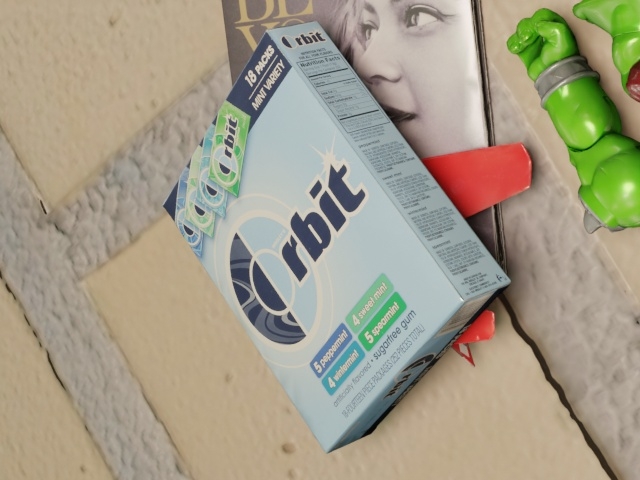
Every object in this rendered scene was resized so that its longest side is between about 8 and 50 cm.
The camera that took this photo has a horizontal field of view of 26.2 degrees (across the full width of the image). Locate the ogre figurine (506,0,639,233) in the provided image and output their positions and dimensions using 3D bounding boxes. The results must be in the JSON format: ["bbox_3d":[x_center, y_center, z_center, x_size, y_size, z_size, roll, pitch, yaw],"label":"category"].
[{"bbox_3d":[0.181,-0.065,0.647,0.197,0.097,0.118,-3,88,19],"label":"ogre figurine"}]

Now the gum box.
[{"bbox_3d":[0.000,0.000,0.762,0.184,0.041,0.157,56,136,19],"label":"gum box"}]

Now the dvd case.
[{"bbox_3d":[0.020,-0.085,0.788,0.164,0.018,0.221,-1,100,32],"label":"dvd case"}]

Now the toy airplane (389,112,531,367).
[{"bbox_3d":[0.053,0.003,0.760,0.151,0.028,0.151,9,106,31],"label":"toy airplane"}]
